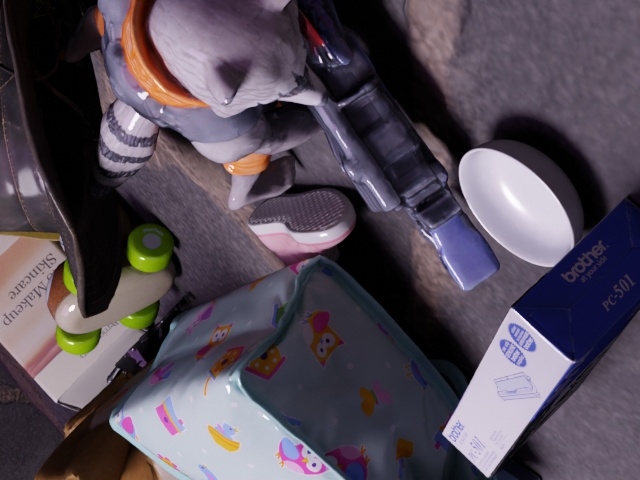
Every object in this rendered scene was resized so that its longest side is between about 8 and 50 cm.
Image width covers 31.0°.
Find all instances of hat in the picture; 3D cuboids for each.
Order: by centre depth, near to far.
[{"bbox_3d":[-0.253,-0.095,0.913,0.331,0.134,0.331,171,90,-87],"label":"hat"}]

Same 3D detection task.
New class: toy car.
[{"bbox_3d":[-0.267,0.004,1.312,0.188,0.149,0.155,54,148,22],"label":"toy car"}]

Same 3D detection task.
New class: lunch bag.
[{"bbox_3d":[0.001,0.159,0.941,0.262,0.160,0.223,42,145,-16],"label":"lunch bag"}]

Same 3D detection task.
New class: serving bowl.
[{"bbox_3d":[0.119,-0.026,0.660,0.083,0.027,0.083,41,157,22],"label":"serving bowl"}]

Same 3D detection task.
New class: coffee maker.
[{"bbox_3d":[-0.153,0.185,1.389,0.178,0.120,0.171,47,157,5],"label":"coffee maker"}]

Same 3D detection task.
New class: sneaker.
[{"bbox_3d":[0.000,0.000,0.903,0.070,0.051,0.134,51,158,-22],"label":"sneaker"}]

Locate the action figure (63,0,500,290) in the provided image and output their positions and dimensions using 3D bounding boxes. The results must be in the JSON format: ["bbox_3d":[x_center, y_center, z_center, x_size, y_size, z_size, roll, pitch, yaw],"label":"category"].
[{"bbox_3d":[-0.055,-0.075,0.727,0.341,0.178,0.330,54,168,-2],"label":"action figure"}]

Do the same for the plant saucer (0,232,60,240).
[{"bbox_3d":[-0.505,-0.131,1.437,0.333,0.081,0.332,38,-166,27],"label":"plant saucer"}]

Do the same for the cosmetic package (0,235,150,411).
[{"bbox_3d":[-0.384,0.077,1.584,0.296,0.153,0.129,42,175,16],"label":"cosmetic package"}]

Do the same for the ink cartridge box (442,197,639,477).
[{"bbox_3d":[0.135,0.066,0.682,0.046,0.097,0.207,43,157,17],"label":"ink cartridge box"}]

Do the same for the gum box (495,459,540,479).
[{"bbox_3d":[0.134,0.237,1.031,0.157,0.041,0.184,31,150,41],"label":"gum box"}]

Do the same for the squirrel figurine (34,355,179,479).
[{"bbox_3d":[-0.102,0.305,1.217,0.370,0.281,0.397,52,148,-8],"label":"squirrel figurine"}]
